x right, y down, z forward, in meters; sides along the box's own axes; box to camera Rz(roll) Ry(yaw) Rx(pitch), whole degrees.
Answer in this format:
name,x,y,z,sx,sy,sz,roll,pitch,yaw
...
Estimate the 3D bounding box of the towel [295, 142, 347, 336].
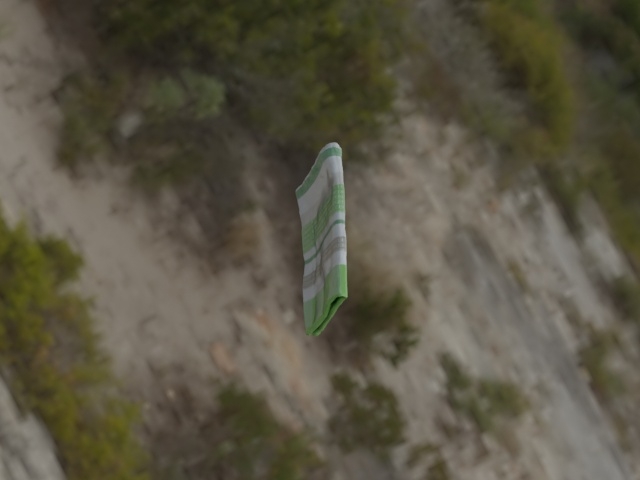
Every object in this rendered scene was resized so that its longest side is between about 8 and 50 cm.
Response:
name,x,y,z,sx,sy,sz,roll,pitch,yaw
towel,0.000,0.000,1.584,0.113,0.023,0.152,120,-28,-63
